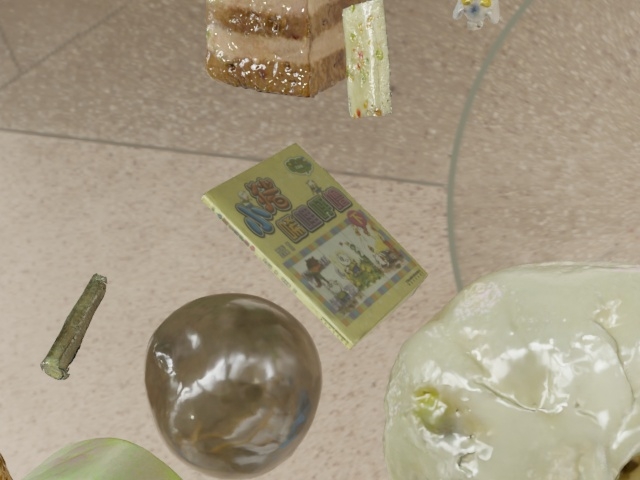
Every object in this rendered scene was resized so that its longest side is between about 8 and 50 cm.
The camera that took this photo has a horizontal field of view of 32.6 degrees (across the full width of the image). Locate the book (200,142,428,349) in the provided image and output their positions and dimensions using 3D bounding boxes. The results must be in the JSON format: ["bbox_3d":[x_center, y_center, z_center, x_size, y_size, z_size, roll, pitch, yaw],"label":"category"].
[{"bbox_3d":[0.000,0.000,1.026,0.192,0.168,0.013,45,125,7],"label":"book"}]

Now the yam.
[{"bbox_3d":[-0.254,0.090,1.156,0.033,0.129,0.027,25,139,-3],"label":"yam"}]

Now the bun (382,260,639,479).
[{"bbox_3d":[0.232,0.199,0.999,0.365,0.219,0.365,1,104,5],"label":"bun"}]

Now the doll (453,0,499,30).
[{"bbox_3d":[0.274,-0.519,1.816,0.188,0.099,0.384,11,136,12],"label":"doll"}]

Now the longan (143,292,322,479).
[{"bbox_3d":[-0.140,0.225,1.735,0.297,0.297,0.297,1,92,22],"label":"longan"}]

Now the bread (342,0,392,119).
[{"bbox_3d":[0.060,-0.236,1.429,0.068,0.028,0.153,-2,92,55],"label":"bread"}]

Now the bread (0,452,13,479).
[{"bbox_3d":[-0.333,0.222,0.622,0.358,0.337,0.204,-29,55,32],"label":"bread"}]

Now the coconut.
[{"bbox_3d":[-0.222,0.306,1.083,0.236,0.236,0.204,-21,92,22],"label":"coconut"}]

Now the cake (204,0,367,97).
[{"bbox_3d":[-0.052,-0.368,1.561,0.199,0.196,0.293,17,123,28],"label":"cake"}]
